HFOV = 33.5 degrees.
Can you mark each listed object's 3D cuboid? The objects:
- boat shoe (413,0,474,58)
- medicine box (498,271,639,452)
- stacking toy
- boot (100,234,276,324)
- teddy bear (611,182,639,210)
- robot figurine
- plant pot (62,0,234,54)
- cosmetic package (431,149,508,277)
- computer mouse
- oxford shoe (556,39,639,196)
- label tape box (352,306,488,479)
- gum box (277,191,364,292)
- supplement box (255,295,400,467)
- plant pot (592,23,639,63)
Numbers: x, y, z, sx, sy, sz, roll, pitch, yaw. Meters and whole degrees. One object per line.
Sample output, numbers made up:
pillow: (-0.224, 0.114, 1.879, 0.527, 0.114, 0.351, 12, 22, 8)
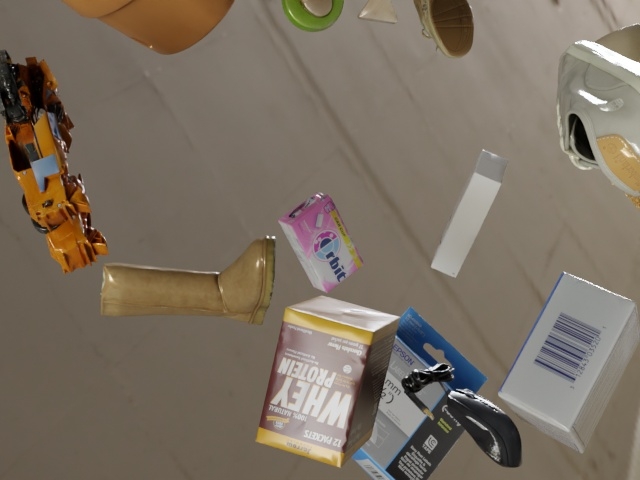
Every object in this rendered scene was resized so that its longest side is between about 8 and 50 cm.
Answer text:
boat shoe: (0.266, -0.527, 2.392, 0.104, 0.089, 0.285, -8, -108, -18)
medicine box: (0.480, 0.237, 2.016, 0.263, 0.149, 0.289, -60, -24, -8)
stacking toy: (0.048, -0.577, 2.164, 0.130, 0.309, 0.280, -171, 77, -79)
boot: (-0.213, 0.065, 1.693, 0.236, 0.269, 0.089, 107, 166, -53)
teddy bear: (0.573, -0.073, 1.802, 0.245, 0.113, 0.338, 39, -177, 29)
robot figurine: (-0.358, -0.113, 1.389, 0.211, 0.085, 0.291, 87, 163, -60)
plant pot: (-0.265, -0.443, 1.728, 0.203, 0.291, 0.291, 42, -141, -37)
cosmetic package: (0.289, -0.051, 2.074, 0.060, 0.239, 0.099, 22, -144, 2)
computer mouse: (0.273, 0.321, 1.999, 0.184, 0.060, 0.262, -1, -138, -49)
oxford shoe: (0.360, -0.156, 1.363, 0.169, 0.130, 0.449, 44, -169, -10)
label tape box: (0.193, 0.339, 2.276, 0.249, 0.115, 0.348, 44, -110, -4)
gum box: (0.000, 0.000, 2.223, 0.107, 0.062, 0.188, -37, -63, -19)
supplement box: (0.014, 0.196, 1.529, 0.191, 0.129, 0.194, -8, -68, -75)
plant pot: (0.607, -0.234, 1.969, 0.284, 0.284, 0.191, 40, -142, -42)
